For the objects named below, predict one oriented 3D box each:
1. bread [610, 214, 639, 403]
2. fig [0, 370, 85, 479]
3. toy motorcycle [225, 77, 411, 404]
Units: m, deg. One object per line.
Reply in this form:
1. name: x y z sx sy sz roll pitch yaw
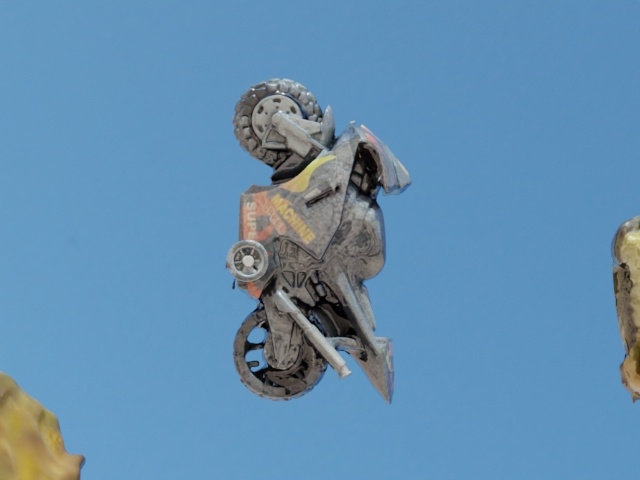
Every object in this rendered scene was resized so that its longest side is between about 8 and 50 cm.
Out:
1. bread: 0.389 0.063 1.554 0.163 0.262 0.204 25 -54 49
2. fig: -0.277 0.159 0.762 0.343 0.343 0.343 16 -53 23
3. toy motorcycle: 0.000 0.000 1.608 0.173 0.108 0.307 -1 -94 -1
